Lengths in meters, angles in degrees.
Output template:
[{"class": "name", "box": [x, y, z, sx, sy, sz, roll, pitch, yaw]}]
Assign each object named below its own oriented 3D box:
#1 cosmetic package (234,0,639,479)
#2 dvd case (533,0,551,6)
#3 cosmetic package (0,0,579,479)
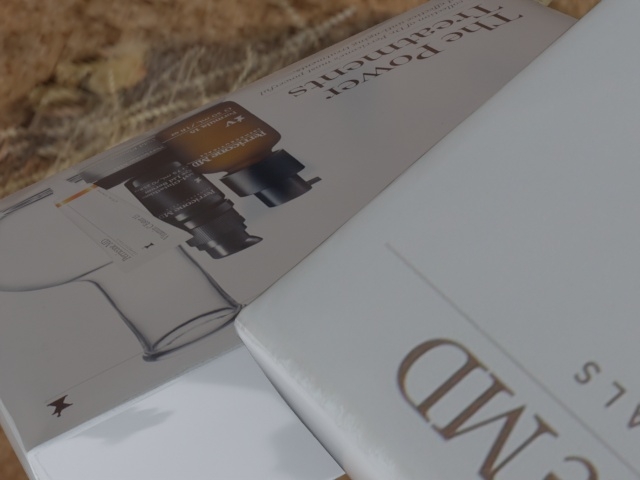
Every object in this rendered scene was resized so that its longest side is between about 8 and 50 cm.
[{"class": "cosmetic package", "box": [0.257, 0.073, 0.638, 0.394, 0.329, 0.327, -41, 138, -6]}, {"class": "dvd case", "box": [0.109, -0.153, 1.276, 0.018, 0.164, 0.221, 45, 77, -17]}, {"class": "cosmetic package", "box": [0.000, 0.000, 0.882, 0.377, 0.284, 0.097, -26, 119, -13]}]
